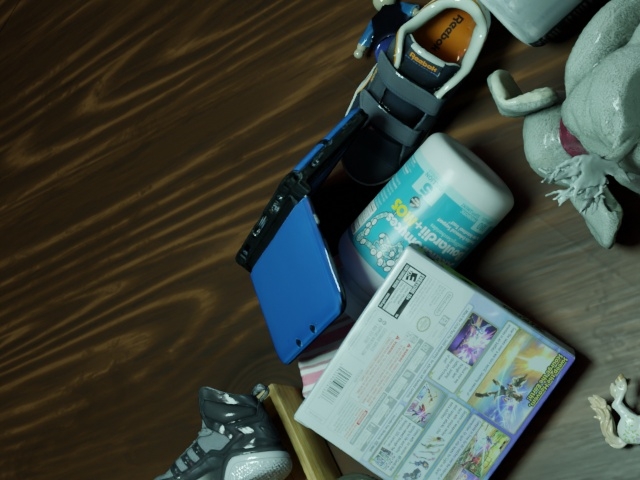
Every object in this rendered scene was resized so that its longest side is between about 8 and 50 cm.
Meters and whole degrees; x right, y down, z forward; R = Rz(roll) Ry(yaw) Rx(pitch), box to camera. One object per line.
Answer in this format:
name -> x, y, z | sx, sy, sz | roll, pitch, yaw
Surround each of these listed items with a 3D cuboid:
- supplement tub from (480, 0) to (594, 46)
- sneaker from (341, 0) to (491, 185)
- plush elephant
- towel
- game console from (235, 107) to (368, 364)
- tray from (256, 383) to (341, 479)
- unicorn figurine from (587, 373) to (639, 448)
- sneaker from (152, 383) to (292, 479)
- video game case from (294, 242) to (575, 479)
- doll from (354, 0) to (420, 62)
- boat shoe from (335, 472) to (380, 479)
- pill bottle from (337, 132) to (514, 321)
supplement tub -> 0.333, -0.428, 1.203 | 0.338, 0.207, 0.207 | -43, 54, 21
sneaker -> 0.123, -0.215, 1.334 | 0.126, 0.127, 0.321 | 31, 105, 1
plush elephant -> 0.347, -0.140, 1.106 | 0.330, 0.271, 0.255 | -33, 11, -9
towel -> 0.012, 0.125, 1.417 | 0.144, 0.029, 0.197 | -28, 61, 31
game console -> 0.000, 0.000, 1.338 | 0.250, 0.173, 0.293 | -48, -1, -29
tray -> -0.035, 0.430, 1.337 | 0.203, 0.076, 0.411 | -43, 53, 21
unicorn figurine -> 0.389, 0.198, 1.077 | 0.162, 0.060, 0.111 | -32, 58, 47
sneaker -> -0.164, 0.300, 1.372 | 0.269, 0.101, 0.153 | -25, 62, 25
video game case -> 0.141, 0.180, 1.198 | 0.244, 0.061, 0.269 | 34, 101, 7
doll -> 0.107, -0.307, 1.456 | 0.129, 0.046, 0.189 | -23, 64, 31
boat shoe -> 0.126, 0.429, 1.178 | 0.123, 0.120, 0.324 | -35, 69, -1
pill bottle -> 0.124, -0.006, 1.288 | 0.264, 0.146, 0.146 | -49, 52, 18
